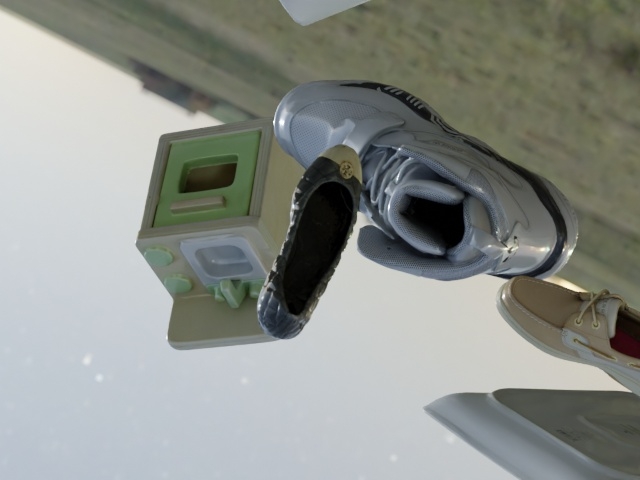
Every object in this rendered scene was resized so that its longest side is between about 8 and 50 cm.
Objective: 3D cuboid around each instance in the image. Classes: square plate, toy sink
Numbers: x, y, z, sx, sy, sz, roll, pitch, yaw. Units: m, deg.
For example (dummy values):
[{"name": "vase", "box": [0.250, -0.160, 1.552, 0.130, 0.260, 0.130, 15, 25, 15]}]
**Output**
[{"name": "square plate", "box": [0.342, 0.230, 1.666, 0.344, 0.049, 0.347, 5, -167, -31]}, {"name": "toy sink", "box": [-0.114, -0.011, 1.752, 0.152, 0.234, 0.131, -7, 142, 19]}]

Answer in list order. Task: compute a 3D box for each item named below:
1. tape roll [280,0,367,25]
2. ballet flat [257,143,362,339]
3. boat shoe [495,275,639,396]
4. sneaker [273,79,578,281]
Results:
[{"name": "tape roll", "box": [-0.020, -0.322, 1.230, 0.286, 0.100, 0.286, -19, -90, -80]}, {"name": "ballet flat", "box": [0.000, 0.000, 1.162, 0.057, 0.173, 0.049, 30, 152, -20]}, {"name": "boat shoe", "box": [0.221, 0.067, 1.195, 0.170, 0.063, 0.059, 26, 141, 2]}, {"name": "sneaker", "box": [0.074, -0.069, 1.564, 0.365, 0.137, 0.210, 30, -165, 24]}]
